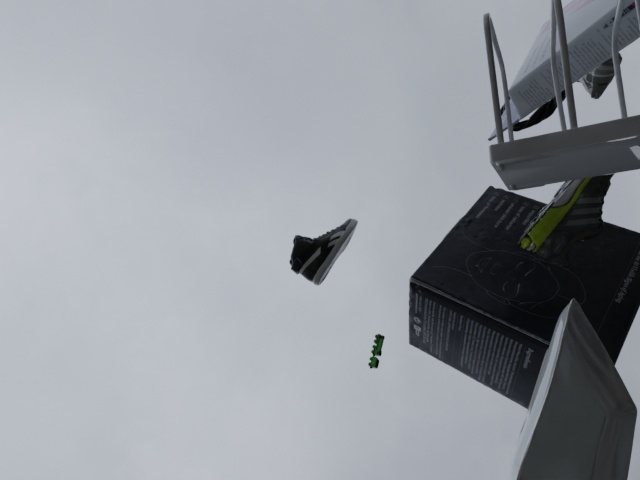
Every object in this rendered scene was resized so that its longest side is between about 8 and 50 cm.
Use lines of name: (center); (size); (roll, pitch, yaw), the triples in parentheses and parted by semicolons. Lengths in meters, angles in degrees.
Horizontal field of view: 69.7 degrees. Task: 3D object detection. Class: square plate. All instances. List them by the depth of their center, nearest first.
square plate: (0.436, 0.337, 0.780); (0.344, 0.049, 0.347); (50, -123, -22)

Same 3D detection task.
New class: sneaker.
sneaker: (0.574, -0.071, 1.009); (0.121, 0.111, 0.300); (41, -82, 10)
sneaker: (0.000, 0.000, 1.165); (0.121, 0.079, 0.217); (29, -122, 11)
sneaker: (0.680, -0.475, 1.201); (0.105, 0.281, 0.115); (2, -44, 9)

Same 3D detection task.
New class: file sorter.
file sorter: (0.323, -0.170, 0.478); (0.192, 0.277, 0.173); (7, -104, -62)

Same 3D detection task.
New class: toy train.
toy train: (0.128, 0.250, 1.041); (0.017, 0.023, 0.083); (41, -125, -36)

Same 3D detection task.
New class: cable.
cable: (0.556, -0.360, 1.193); (0.150, 0.047, 0.185); (1, -37, -23)

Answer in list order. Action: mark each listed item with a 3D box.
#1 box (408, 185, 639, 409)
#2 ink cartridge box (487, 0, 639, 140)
box: (0.561, 0.149, 1.241); (0.480, 0.471, 0.298); (-41, -40, -31)
ink cartridge box: (0.451, -0.365, 0.826); (0.071, 0.330, 0.324); (44, -129, -9)
